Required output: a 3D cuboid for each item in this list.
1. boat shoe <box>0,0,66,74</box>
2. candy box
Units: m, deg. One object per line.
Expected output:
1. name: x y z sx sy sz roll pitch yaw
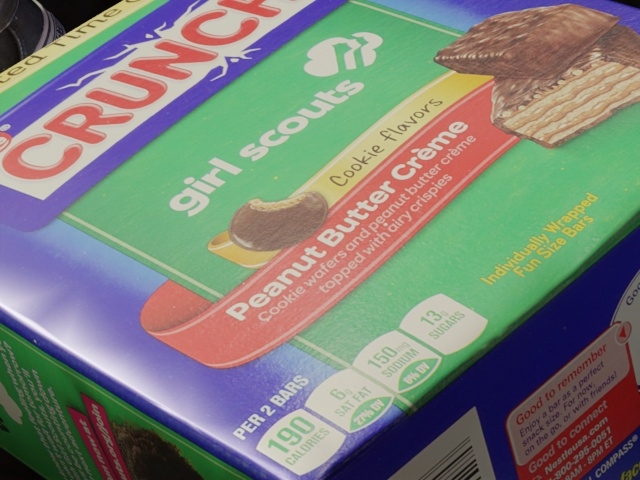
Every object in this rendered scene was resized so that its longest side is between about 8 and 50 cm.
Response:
1. boat shoe: -0.242 -0.090 1.028 0.219 0.078 0.070 -19 -34 21
2. candy box: 0.000 0.000 0.773 0.317 0.268 0.122 23 -39 45
